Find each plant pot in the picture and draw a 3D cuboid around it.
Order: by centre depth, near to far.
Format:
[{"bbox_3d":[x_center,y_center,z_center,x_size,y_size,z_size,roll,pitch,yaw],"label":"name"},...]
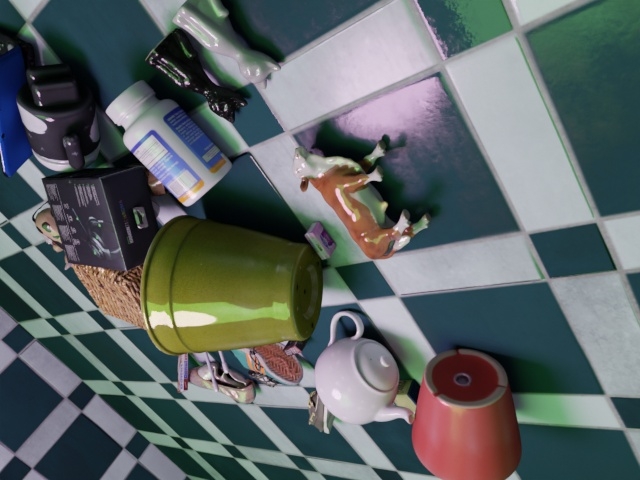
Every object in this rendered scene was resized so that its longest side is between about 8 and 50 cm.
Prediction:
[{"bbox_3d":[0.359,0.423,1.282,0.275,0.275,0.243,8,125,28],"label":"plant pot"},{"bbox_3d":[-0.190,0.118,1.301,0.354,0.366,0.366,1,131,18],"label":"plant pot"}]

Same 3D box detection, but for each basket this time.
[{"bbox_3d":[-0.589,0.112,1.630,0.223,0.213,0.299,16,142,21],"label":"basket"}]

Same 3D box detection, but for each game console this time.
[{"bbox_3d":[-0.807,-0.350,1.289,0.250,0.173,0.292,28,127,18],"label":"game console"}]

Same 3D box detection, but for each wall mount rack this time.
[{"bbox_3d":[-0.450,0.388,1.879,0.304,0.130,0.350,32,141,2],"label":"wall mount rack"}]

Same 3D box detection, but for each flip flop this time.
[{"bbox_3d":[-0.439,-0.159,1.361,0.277,0.080,0.112,2,131,33],"label":"flip flop"}]

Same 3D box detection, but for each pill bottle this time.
[{"bbox_3d":[-0.346,-0.223,1.179,0.272,0.152,0.152,48,138,-15],"label":"pill bottle"}]

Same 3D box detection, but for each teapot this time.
[{"bbox_3d":[0.118,0.354,1.396,0.256,0.252,0.187,31,129,-14],"label":"teapot"}]

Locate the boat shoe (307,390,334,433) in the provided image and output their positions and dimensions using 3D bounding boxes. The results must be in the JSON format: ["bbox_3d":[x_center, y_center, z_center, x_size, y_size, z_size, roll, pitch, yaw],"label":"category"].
[{"bbox_3d":[0.000,0.572,1.774,0.091,0.109,0.304,16,141,14],"label":"boat shoe"}]

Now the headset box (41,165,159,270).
[{"bbox_3d":[-0.563,-0.063,1.353,0.283,0.131,0.246,3,112,34],"label":"headset box"}]

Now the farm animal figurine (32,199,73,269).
[{"bbox_3d":[-0.795,-0.003,1.687,0.327,0.172,0.330,36,140,-2],"label":"farm animal figurine"}]

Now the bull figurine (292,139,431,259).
[{"bbox_3d":[0.079,-0.092,1.060,0.189,0.101,0.310,-21,116,43],"label":"bull figurine"}]

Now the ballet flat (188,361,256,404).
[{"bbox_3d":[-0.391,0.539,2.032,0.316,0.107,0.106,16,117,14],"label":"ballet flat"}]

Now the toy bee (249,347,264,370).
[{"bbox_3d":[-0.210,0.246,1.584,0.298,0.162,0.195,55,151,14],"label":"toy bee"}]

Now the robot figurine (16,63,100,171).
[{"bbox_3d":[-0.647,-0.300,1.295,0.174,0.209,0.278,15,139,-2],"label":"robot figurine"}]

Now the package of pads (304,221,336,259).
[{"bbox_3d":[0.000,0.000,1.246,0.032,0.050,0.083,-19,118,38],"label":"package of pads"}]

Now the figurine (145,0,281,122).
[{"bbox_3d":[-0.204,-0.352,1.017,0.209,0.092,0.215,40,140,-20],"label":"figurine"}]

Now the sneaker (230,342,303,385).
[{"bbox_3d":[-0.189,0.396,1.737,0.302,0.108,0.121,32,142,15],"label":"sneaker"}]

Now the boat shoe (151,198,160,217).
[{"bbox_3d":[-0.559,-0.099,1.500,0.268,0.088,0.096,-9,141,36],"label":"boat shoe"}]

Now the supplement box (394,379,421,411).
[{"bbox_3d":[0.259,0.460,1.527,0.083,0.056,0.083,-19,118,44],"label":"supplement box"}]

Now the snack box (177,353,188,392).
[{"bbox_3d":[-0.548,0.510,2.051,0.022,0.178,0.064,10,153,-35],"label":"snack box"}]

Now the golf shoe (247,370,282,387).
[{"bbox_3d":[-0.162,0.480,1.830,0.198,0.077,0.094,3,143,41],"label":"golf shoe"}]

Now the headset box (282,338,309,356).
[{"bbox_3d":[-0.073,0.322,1.608,0.032,0.062,0.083,43,140,-12],"label":"headset box"}]
